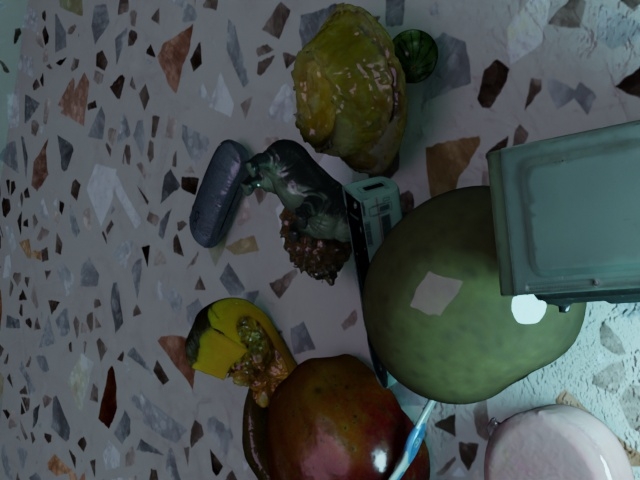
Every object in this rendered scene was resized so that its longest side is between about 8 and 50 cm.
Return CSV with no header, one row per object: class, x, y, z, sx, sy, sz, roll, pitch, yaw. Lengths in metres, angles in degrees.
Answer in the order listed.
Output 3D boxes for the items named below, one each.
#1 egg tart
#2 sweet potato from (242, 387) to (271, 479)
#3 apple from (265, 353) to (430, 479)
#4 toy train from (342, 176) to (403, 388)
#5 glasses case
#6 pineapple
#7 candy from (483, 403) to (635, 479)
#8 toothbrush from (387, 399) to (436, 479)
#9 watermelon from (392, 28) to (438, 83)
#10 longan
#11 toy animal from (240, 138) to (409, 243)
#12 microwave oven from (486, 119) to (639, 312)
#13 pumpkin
egg tart,0.039,-0.280,1.631,0.345,0.132,0.345,41,137,54
sweet potato,-0.118,0.492,1.930,0.346,0.079,0.108,62,149,31
apple,0.040,0.423,1.740,0.328,0.295,0.365,-30,65,3
toy train,0.118,0.086,1.548,0.086,0.088,0.407,-135,31,-58
glasses case,-0.244,-0.110,2.063,0.109,0.067,0.282,45,124,34
pineapple,0.000,0.000,1.738,0.166,0.166,0.193,-27,74,44
candy,0.376,0.383,1.386,0.255,0.094,0.255,2,93,47
toothbrush,0.164,0.373,1.565,0.040,0.040,0.386,35,92,41
watermelon,0.172,-0.342,1.587,0.109,0.109,0.109,2,93,47
longan,0.245,0.087,1.367,0.361,0.361,0.361,2,93,47
toy animal,0.014,-0.057,1.615,0.343,0.168,0.106,33,144,4
microwave oven,0.430,-0.025,1.123,0.286,0.355,0.219,-6,87,46
pumpkin,-0.182,0.261,1.918,0.139,0.190,0.280,-54,55,32
